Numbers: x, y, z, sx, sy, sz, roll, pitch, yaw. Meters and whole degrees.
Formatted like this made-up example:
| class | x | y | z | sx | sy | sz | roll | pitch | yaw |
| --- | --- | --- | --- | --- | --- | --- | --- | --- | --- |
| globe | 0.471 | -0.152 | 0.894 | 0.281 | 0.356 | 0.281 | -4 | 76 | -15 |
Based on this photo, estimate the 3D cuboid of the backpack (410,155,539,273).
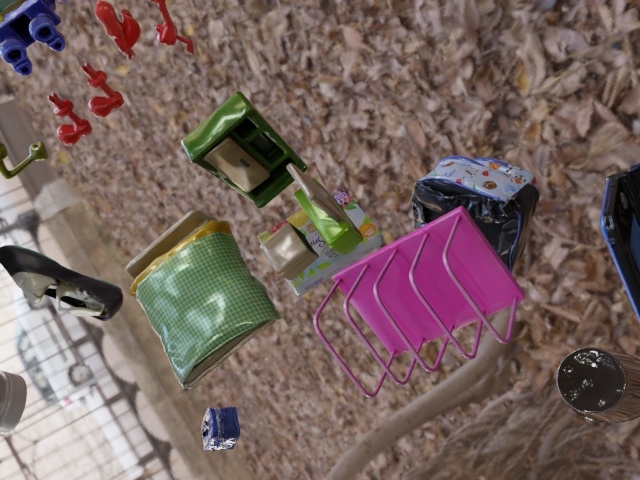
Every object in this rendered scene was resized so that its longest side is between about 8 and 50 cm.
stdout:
| class | x | y | z | sx | sy | sz | roll | pitch | yaw |
| --- | --- | --- | --- | --- | --- | --- | --- | --- | --- |
| backpack | 0.340 | -0.068 | 1.701 | 0.264 | 0.213 | 0.276 | 23 | 135 | 22 |

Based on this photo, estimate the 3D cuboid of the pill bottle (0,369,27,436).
| class | x | y | z | sx | sy | sz | roll | pitch | yaw |
| --- | --- | --- | --- | --- | --- | --- | --- | --- | --- |
| pill bottle | -0.746 | 0.290 | 1.479 | 0.319 | 0.176 | 0.176 | 27 | -174 | -43 |

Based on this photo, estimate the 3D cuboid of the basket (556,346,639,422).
| class | x | y | z | sx | sy | sz | roll | pitch | yaw |
| --- | --- | --- | --- | --- | --- | --- | --- | --- | --- |
| basket | 0.564 | 0.290 | 1.547 | 0.205 | 0.227 | 0.154 | -3 | 76 | 29 |

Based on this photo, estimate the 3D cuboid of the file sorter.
| class | x | y | z | sx | sy | sz | roll | pitch | yaw |
| --- | --- | --- | --- | --- | --- | --- | --- | --- | --- |
| file sorter | 0.166 | 0.120 | 1.322 | 0.291 | 0.182 | 0.202 | -30 | 104 | 31 |

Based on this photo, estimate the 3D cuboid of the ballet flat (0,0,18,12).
| class | x | y | z | sx | sy | sz | roll | pitch | yaw |
| --- | --- | --- | --- | --- | --- | --- | --- | --- | --- |
| ballet flat | -0.284 | -0.176 | 0.562 | 0.213 | 0.072 | 0.068 | -27 | 93 | 34 |

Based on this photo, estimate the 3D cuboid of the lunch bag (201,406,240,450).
| class | x | y | z | sx | sy | sz | roll | pitch | yaw |
| --- | --- | --- | --- | --- | --- | --- | --- | --- | --- |
| lunch bag | -0.196 | 0.362 | 1.469 | 0.098 | 0.065 | 0.067 | 114 | 149 | -49 |

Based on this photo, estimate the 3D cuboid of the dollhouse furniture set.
| class | x | y | z | sx | sy | sz | roll | pitch | yaw |
| --- | --- | --- | --- | --- | --- | --- | --- | --- | --- |
| dollhouse furniture set | -0.132 | 0.008 | 0.933 | 0.197 | 0.302 | 0.151 | 55 | -171 | 33 |

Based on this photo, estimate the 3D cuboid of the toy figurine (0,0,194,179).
| class | x | y | z | sx | sy | sz | roll | pitch | yaw |
| --- | --- | --- | --- | --- | --- | --- | --- | --- | --- |
| toy figurine | -0.352 | -0.233 | 0.864 | 0.217 | 0.363 | 0.191 | 56 | -177 | 35 |

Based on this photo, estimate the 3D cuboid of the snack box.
| class | x | y | z | sx | sy | sz | roll | pitch | yaw |
| --- | --- | --- | --- | --- | --- | --- | --- | --- | --- |
| snack box | 0.000 | 0.000 | 1.056 | 0.100 | 0.141 | 0.037 | 52 | 168 | 27 |

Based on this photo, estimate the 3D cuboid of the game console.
| class | x | y | z | sx | sy | sz | roll | pitch | yaw |
| --- | --- | --- | --- | --- | --- | --- | --- | --- | --- |
| game console | 0.582 | 0.016 | 1.213 | 0.173 | 0.250 | 0.293 | -18 | 109 | 32 |

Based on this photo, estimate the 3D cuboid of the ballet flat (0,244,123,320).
| class | x | y | z | sx | sy | sz | roll | pitch | yaw |
| --- | --- | --- | --- | --- | --- | --- | --- | --- | --- |
| ballet flat | -0.400 | 0.071 | 1.161 | 0.203 | 0.074 | 0.074 | 25 | 167 | -20 |
